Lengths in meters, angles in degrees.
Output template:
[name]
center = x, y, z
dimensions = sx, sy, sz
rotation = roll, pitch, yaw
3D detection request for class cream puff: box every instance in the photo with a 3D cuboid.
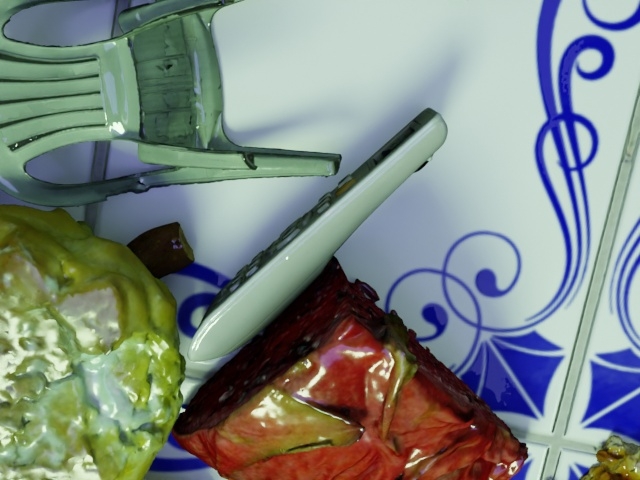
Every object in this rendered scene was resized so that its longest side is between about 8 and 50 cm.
[cream puff]
center = -0.245, 0.100, 0.874
dimensions = 0.281, 0.185, 0.282
rotation = 0, 99, 1

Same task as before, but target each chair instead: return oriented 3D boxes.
[chair]
center = -0.150, -0.135, 0.832
dimensions = 0.274, 0.190, 0.203
rotation = -2, 101, 31

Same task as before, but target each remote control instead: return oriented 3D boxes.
[remote control]
center = 0.000, 0.000, 0.887
dimensions = 0.313, 0.109, 0.055
rotation = -42, 97, 8

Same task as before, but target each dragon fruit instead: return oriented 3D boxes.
[dragon fruit]
center = 0.068, 0.147, 0.897
dimensions = 0.330, 0.302, 0.240
rotation = 23, 69, -18

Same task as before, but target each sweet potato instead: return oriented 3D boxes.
[sweet potato]
center = -0.174, 0.022, 0.933
dimensions = 0.117, 0.049, 0.049
rotation = -27, 99, 17

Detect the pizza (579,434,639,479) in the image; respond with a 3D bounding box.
[pizza]
center = 0.270, 0.293, 0.957
dimensions = 0.194, 0.069, 0.154
rotation = -24, 100, 4
